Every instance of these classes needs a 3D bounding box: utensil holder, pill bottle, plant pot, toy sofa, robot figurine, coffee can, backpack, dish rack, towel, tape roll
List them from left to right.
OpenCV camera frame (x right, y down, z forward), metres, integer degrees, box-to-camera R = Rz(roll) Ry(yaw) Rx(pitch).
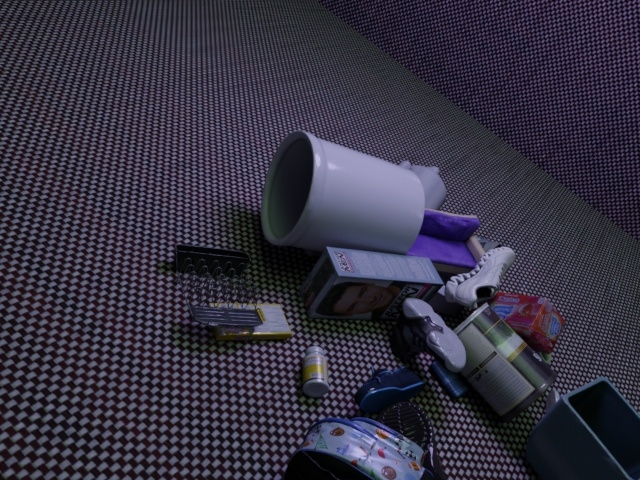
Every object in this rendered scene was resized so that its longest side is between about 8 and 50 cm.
[{"bbox_3d":[-0.252,0.117,1.474,0.208,0.074,0.272,7,29,-29],"label":"dish rack"},{"bbox_3d":[-0.013,0.321,1.447,0.065,0.065,0.116,19,37,-17],"label":"pill bottle"},{"bbox_3d":[0.063,-0.111,1.727,0.385,0.328,0.328,13,39,-29],"label":"utensil holder"},{"bbox_3d":[0.066,0.477,1.164,0.263,0.277,0.213,27,30,5],"label":"backpack"},{"bbox_3d":[0.320,-0.133,2.105,0.353,0.199,0.300,-47,120,-39],"label":"robot figurine"},{"bbox_3d":[0.376,0.007,1.905,0.362,0.177,0.150,10,40,-29],"label":"toy sofa"},{"bbox_3d":[0.405,0.143,1.977,0.219,0.072,0.219,21,35,-16],"label":"tape roll"},{"bbox_3d":[0.366,0.394,1.677,0.067,0.029,0.119,-8,52,-43],"label":"towel"},{"bbox_3d":[0.500,0.345,1.677,0.275,0.202,0.201,47,38,17],"label":"coffee can"},{"bbox_3d":[0.695,0.552,1.540,0.247,0.252,0.247,-5,48,-41],"label":"plant pot"}]

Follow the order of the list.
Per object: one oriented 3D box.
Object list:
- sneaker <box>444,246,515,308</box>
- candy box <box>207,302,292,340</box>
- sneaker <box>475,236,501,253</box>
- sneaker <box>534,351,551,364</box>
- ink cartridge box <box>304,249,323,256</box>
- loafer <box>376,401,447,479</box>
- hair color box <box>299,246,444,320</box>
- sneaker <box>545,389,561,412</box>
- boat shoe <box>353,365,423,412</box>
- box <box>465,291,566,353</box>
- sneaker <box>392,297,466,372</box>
[{"bbox_3d":[0.530,0.124,1.858,0.292,0.110,0.118,-33,35,-23],"label":"sneaker"},{"bbox_3d":[-0.179,0.206,1.494,0.205,0.027,0.105,5,43,-33],"label":"candy box"},{"bbox_3d":[0.564,0.056,2.203,0.122,0.110,0.283,29,28,29],"label":"sneaker"},{"bbox_3d":[0.656,0.307,1.891,0.102,0.161,0.282,14,38,-24],"label":"sneaker"},{"bbox_3d":[0.000,0.000,1.861,0.122,0.052,0.089,-6,50,-40],"label":"ink cartridge box"},{"bbox_3d":[0.214,0.532,1.341,0.133,0.130,0.366,-11,34,-1],"label":"loafer"},{"bbox_3d":[0.149,0.133,1.694,0.374,0.185,0.114,7,43,-31],"label":"hair color box"},{"bbox_3d":[0.734,0.528,1.765,0.084,0.058,0.152,20,40,-7],"label":"sneaker"},{"bbox_3d":[0.160,0.377,1.502,0.258,0.109,0.089,12,29,-52],"label":"boat shoe"},{"bbox_3d":[0.597,0.246,1.805,0.128,0.256,0.123,44,70,-24],"label":"box"},{"bbox_3d":[0.291,0.293,1.629,0.101,0.153,0.269,6,33,-32],"label":"sneaker"}]
